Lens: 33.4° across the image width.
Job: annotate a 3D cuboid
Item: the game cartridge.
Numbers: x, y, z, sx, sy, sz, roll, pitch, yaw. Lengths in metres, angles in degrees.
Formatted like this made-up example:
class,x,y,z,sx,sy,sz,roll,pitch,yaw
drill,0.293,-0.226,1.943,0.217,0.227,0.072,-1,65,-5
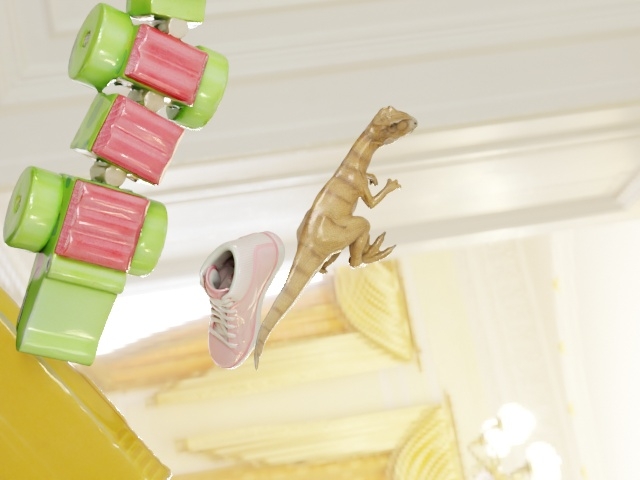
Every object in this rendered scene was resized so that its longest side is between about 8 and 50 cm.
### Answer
class,x,y,z,sx,sy,sz,roll,pitch,yaw
game cartridge,-0.321,0.181,0.905,0.324,0.285,0.053,48,14,-2

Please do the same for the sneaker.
class,x,y,z,sx,sy,sz,roll,pitch,yaw
sneaker,-0.082,0.054,0.916,0.051,0.070,0.134,34,-66,29

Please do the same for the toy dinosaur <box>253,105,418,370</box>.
class,x,y,z,sx,sy,sz,roll,pitch,yaw
toy dinosaur,0.000,0.000,0.756,0.212,0.064,0.112,-62,155,-11

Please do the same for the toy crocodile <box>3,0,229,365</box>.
class,x,y,z,sx,sy,sz,roll,pitch,yaw
toy crocodile,-0.151,-0.069,0.815,0.105,0.115,0.341,18,-93,63
